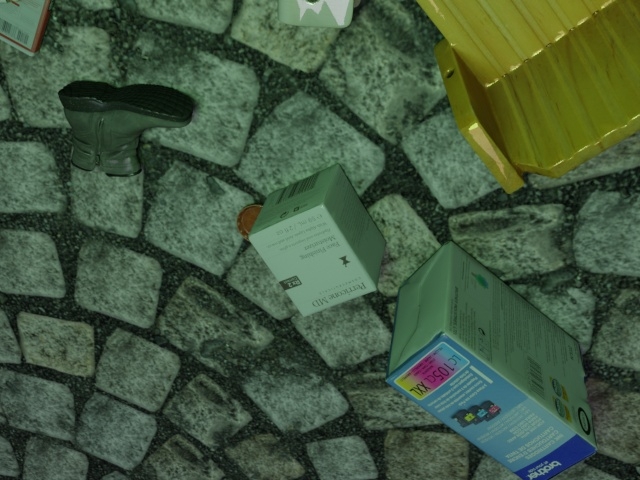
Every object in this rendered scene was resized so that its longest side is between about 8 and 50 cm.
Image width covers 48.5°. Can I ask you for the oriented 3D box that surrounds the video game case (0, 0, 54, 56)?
[{"bbox_3d":[-0.502,-0.460,1.111,0.204,0.025,0.285,29,123,-7],"label":"video game case"}]

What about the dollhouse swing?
[{"bbox_3d":[0.279,-0.317,0.901,0.346,0.315,0.305,-32,131,27],"label":"dollhouse swing"}]

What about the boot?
[{"bbox_3d":[-0.326,-0.183,1.226,0.246,0.083,0.161,9,130,12],"label":"boot"}]

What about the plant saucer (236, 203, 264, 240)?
[{"bbox_3d":[-0.113,-0.031,1.305,0.083,0.013,0.084,5,121,8],"label":"plant saucer"}]

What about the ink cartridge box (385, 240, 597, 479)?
[{"bbox_3d":[0.316,0.225,1.224,0.395,0.270,0.151,36,123,-11],"label":"ink cartridge box"}]

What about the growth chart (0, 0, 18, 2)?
[{"bbox_3d":[-0.569,-0.474,1.090,0.171,0.021,0.237,-7,120,14],"label":"growth chart"}]

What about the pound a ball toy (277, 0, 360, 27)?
[{"bbox_3d":[-0.014,-0.442,0.916,0.135,0.208,0.319,6,123,7],"label":"pound a ball toy"}]

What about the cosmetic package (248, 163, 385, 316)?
[{"bbox_3d":[0.000,0.000,1.219,0.151,0.151,0.184,-23,115,24],"label":"cosmetic package"}]
